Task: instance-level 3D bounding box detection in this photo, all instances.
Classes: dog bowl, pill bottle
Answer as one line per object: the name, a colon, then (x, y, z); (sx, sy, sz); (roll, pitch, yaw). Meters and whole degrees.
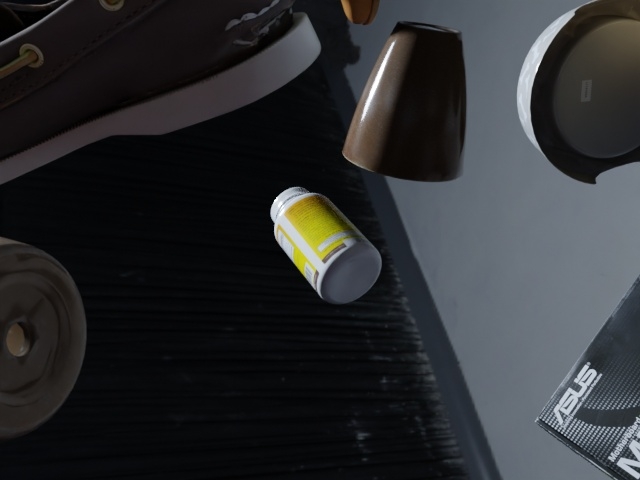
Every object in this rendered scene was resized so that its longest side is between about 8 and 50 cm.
dog bowl: (0.533, -0.284, 1.183); (0.102, 0.349, 0.349); (-119, 43, -68)
pill bottle: (0.000, 0.000, 1.053); (0.215, 0.117, 0.117); (49, 126, 41)

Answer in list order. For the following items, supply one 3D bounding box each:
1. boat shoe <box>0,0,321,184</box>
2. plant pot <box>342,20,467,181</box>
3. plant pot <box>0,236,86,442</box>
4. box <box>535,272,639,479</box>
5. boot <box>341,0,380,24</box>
boat shoe: (-0.166, -0.095, 0.357); (0.116, 0.324, 0.096); (-84, -25, -56)
plant pot: (0.160, -0.244, 1.067); (0.215, 0.215, 0.230); (45, 133, 54)
plant pot: (-0.331, 0.083, 0.525); (0.229, 0.263, 0.263); (-4, 78, 20)
box: (0.325, 0.144, 0.560); (0.184, 0.045, 0.190); (36, 86, 34)
boot: (-0.029, -0.412, 0.943); (0.109, 0.220, 0.283); (59, 174, 30)
